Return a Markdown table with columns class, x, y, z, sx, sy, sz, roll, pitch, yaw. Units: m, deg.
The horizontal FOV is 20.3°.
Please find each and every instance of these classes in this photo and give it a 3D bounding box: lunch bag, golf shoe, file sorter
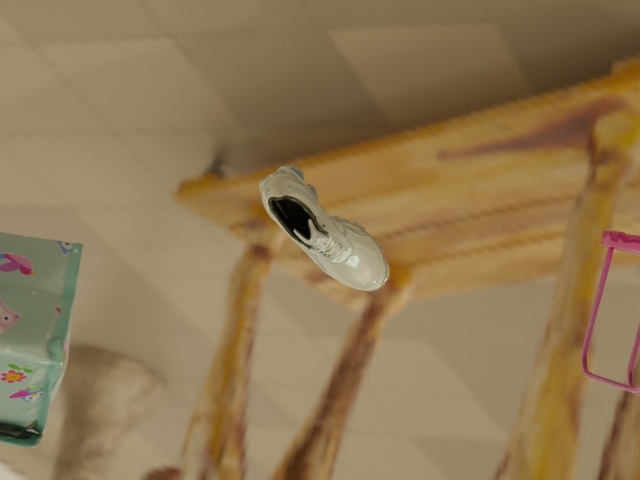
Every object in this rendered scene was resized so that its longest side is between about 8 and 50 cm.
| class | x | y | z | sx | sy | sz | roll | pitch | yaw |
| --- | --- | --- | --- | --- | --- | --- | --- | --- | --- |
| lunch bag | -0.353 | 0.100 | 1.699 | 0.223 | 0.160 | 0.262 | 12 | 148 | -10 |
| golf shoe | 0.000 | 0.000 | 1.914 | 0.176 | 0.086 | 0.069 | 41 | 108 | -9 |
| file sorter | 0.476 | 0.115 | 2.071 | 0.290 | 0.182 | 0.202 | 15 | 180 | -17 |
